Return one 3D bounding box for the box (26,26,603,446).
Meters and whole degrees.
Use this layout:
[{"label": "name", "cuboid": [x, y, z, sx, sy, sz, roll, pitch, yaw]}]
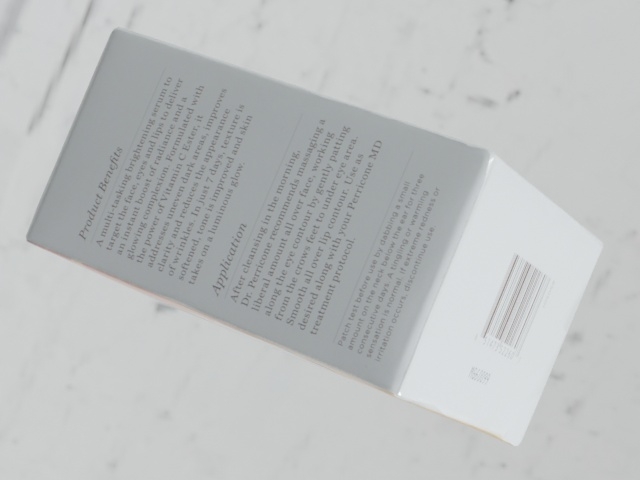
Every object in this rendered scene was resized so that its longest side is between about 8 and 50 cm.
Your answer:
[{"label": "box", "cuboid": [0.000, 0.000, 0.657, 0.170, 0.130, 0.091, 21, -94, 30]}]
